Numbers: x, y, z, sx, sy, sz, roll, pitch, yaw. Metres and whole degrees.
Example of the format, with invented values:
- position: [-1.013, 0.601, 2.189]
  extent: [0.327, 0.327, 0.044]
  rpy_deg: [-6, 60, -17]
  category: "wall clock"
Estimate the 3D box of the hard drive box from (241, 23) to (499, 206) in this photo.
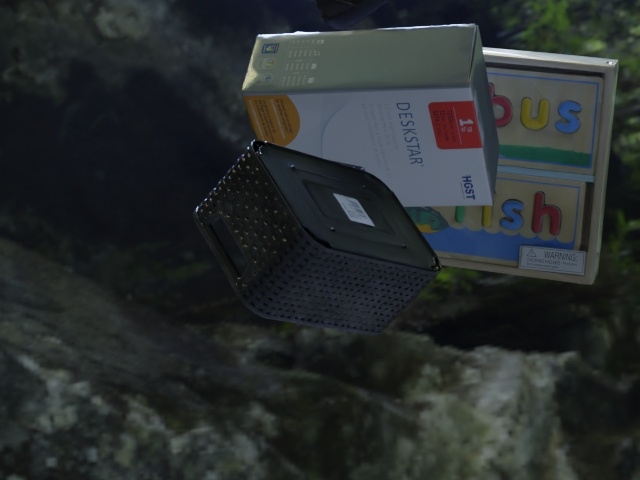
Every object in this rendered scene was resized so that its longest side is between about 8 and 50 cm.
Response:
- position: [0.057, -0.124, 1.452]
  extent: [0.181, 0.232, 0.089]
  rpy_deg: [70, -156, -47]
  category: "hard drive box"

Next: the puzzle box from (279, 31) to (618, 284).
- position: [0.149, -0.105, 1.734]
  extent: [0.052, 0.409, 0.272]
  rpy_deg: [-39, -46, -66]
  category: "puzzle box"

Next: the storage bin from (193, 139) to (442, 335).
- position: [0.000, 0.000, 1.166]
  extent: [0.180, 0.084, 0.122]
  rpy_deg: [12, -143, -48]
  category: "storage bin"

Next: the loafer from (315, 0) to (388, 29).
- position: [0.077, -0.301, 1.441]
  extent: [0.078, 0.220, 0.080]
  rpy_deg: [45, -160, -30]
  category: "loafer"
